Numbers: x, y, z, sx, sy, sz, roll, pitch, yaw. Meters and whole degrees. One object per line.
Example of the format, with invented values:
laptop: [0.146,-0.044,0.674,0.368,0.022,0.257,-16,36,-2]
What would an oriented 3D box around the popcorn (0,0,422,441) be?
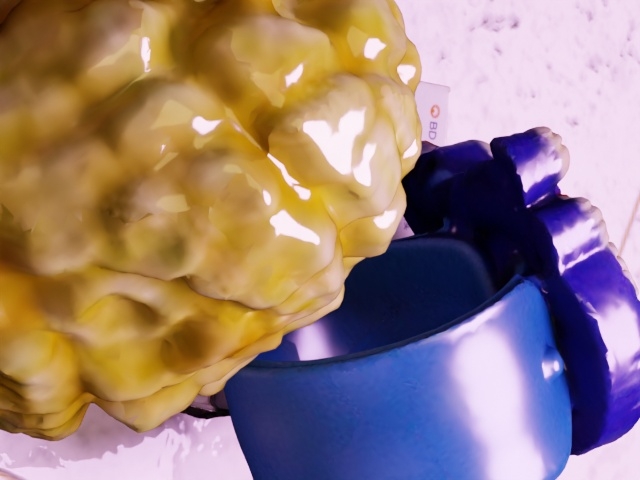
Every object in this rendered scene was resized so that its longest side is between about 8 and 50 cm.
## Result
popcorn: [-0.096,-0.040,0.631,0.257,0.270,0.224,-58,139,-12]

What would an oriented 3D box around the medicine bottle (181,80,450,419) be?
medicine bottle: [0.000,0.000,0.842,0.171,0.052,0.201,4,88,-40]

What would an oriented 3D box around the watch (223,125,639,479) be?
watch: [0.044,0.053,0.739,0.200,0.196,0.171,-24,98,-19]
